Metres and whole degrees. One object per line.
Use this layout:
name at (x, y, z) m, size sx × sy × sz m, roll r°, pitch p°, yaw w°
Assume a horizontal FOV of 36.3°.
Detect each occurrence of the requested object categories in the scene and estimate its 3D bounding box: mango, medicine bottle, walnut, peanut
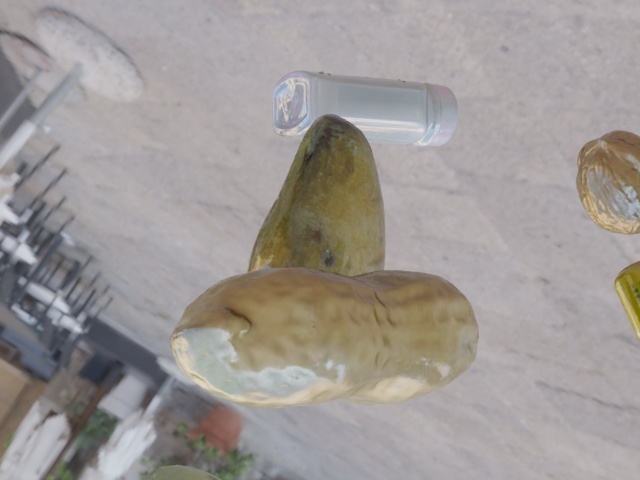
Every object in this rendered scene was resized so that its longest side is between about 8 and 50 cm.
mango at (0.000, 0.004, 1.293) m, size 0.176 × 0.329 × 0.176 m, roll 7°, pitch 161°, yaw 6°
medicine bottle at (0.494, 0.143, 1.348) m, size 0.095 × 0.260 × 0.064 m, roll -15°, pitch 145°, yaw 1°
medicine bottle at (0.078, -0.213, 1.590) m, size 0.296 × 0.111 × 0.161 m, roll 1°, pitch 179°, yaw -30°
walnut at (0.328, -0.064, 1.061) m, size 0.105 × 0.105 × 0.124 m, roll 13°, pitch 151°, yaw 48°
peanut at (0.011, 0.070, 0.691) m, size 0.263 × 0.101 × 0.117 m, roll 4°, pitch 144°, yaw -47°

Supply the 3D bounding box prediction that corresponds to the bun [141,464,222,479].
bun at (-0.148, 0.323, 0.917) m, size 0.221 × 0.221 × 0.108 m, roll 11°, pitch 148°, yaw 50°
